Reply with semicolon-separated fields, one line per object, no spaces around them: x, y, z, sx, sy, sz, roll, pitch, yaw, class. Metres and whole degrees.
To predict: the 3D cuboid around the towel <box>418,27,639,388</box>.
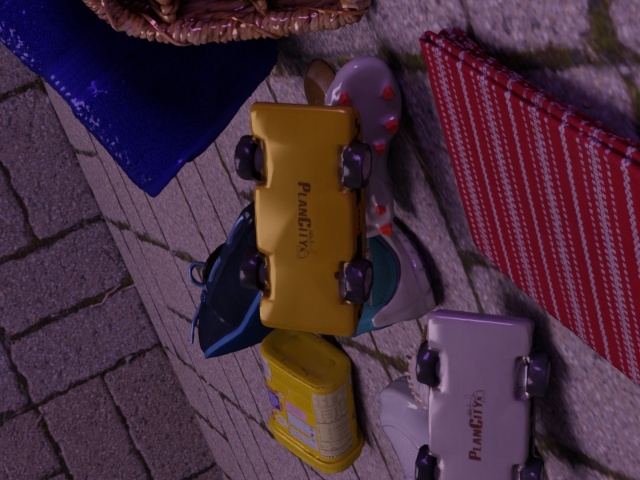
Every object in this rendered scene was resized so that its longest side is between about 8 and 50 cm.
0.158;-0.014;0.832;0.275;0.031;0.199;45;158;54;towel

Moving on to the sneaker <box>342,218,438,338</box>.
0.000;0.000;1.225;0.275;0.110;0.107;44;155;53;sneaker

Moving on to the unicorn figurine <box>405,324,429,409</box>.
0.120;0.142;1.153;0.162;0.060;0.111;64;160;12;unicorn figurine

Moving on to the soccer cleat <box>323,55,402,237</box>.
0.030;-0.082;1.081;0.196;0.068;0.076;86;173;-47;soccer cleat

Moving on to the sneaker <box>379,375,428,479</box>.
0.104;0.310;1.191;0.366;0.210;0.137;59;164;19;sneaker

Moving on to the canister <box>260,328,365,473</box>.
-0.011;0.194;1.612;0.126;0.073;0.170;30;146;31;canister

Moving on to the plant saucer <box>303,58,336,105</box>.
0.005;-0.123;1.184;0.083;0.015;0.083;56;163;27;plant saucer

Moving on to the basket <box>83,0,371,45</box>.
-0.119;-0.286;0.953;0.223;0.213;0.299;50;160;43;basket

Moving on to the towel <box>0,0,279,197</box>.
-0.181;-0.218;1.156;0.308;0.228;0.076;47;139;-17;towel

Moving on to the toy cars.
0.065;0.053;1.031;0.394;0.176;0.087;50;-151;-5;toy cars

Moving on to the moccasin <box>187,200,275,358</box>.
-0.078;0.046;1.579;0.117;0.137;0.342;65;151;13;moccasin
